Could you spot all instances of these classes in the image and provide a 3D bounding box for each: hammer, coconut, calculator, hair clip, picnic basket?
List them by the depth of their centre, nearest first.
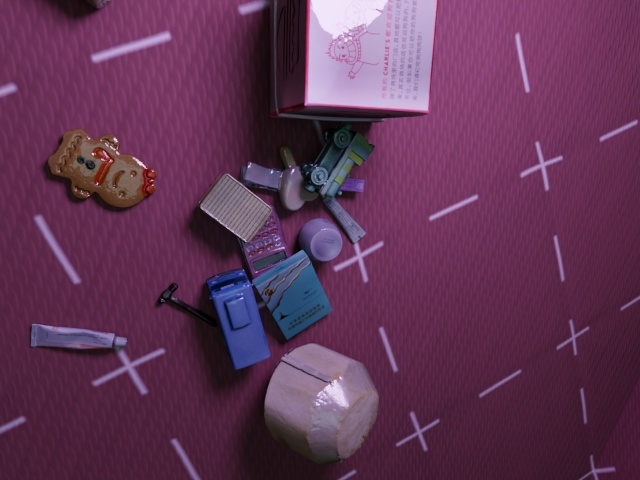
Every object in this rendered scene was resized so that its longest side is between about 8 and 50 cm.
[{"bbox_3d":[-0.213,-0.081,1.095,0.164,0.079,0.115,38,82,-13],"label":"picnic basket"},{"bbox_3d":[-0.097,-0.165,1.146,0.218,0.071,0.159,11,96,-26],"label":"hair clip"},{"bbox_3d":[-0.341,0.181,1.157,0.178,0.021,0.065,39,87,-24],"label":"hammer"},{"bbox_3d":[-0.155,0.008,1.180,0.126,0.034,0.191,-21,103,-14],"label":"calculator"},{"bbox_3d":[-0.008,0.442,1.207,0.322,0.323,0.323,-5,104,-19],"label":"coconut"}]

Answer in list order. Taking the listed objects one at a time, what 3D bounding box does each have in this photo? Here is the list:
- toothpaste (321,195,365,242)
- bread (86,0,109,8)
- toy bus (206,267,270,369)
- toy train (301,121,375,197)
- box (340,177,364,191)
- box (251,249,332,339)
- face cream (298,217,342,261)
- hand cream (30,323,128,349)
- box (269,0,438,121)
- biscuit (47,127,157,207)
[{"bbox_3d":[0.059,-0.072,1.241,0.048,0.029,0.197,-43,115,-3],"label":"toothpaste"},{"bbox_3d":[-0.467,-0.573,0.876,0.141,0.134,0.148,37,75,-24],"label":"bread"},{"bbox_3d":[-0.215,0.204,1.147,0.116,0.133,0.234,-17,108,-15],"label":"toy bus"},{"bbox_3d":[0.040,-0.200,1.124,0.132,0.083,0.200,30,95,-31],"label":"toy train"},{"bbox_3d":[0.060,-0.158,1.209,0.117,0.050,0.036,3,100,-22],"label":"box"},{"bbox_3d":[-0.072,0.154,1.207,0.162,0.041,0.229,-32,128,-11],"label":"box"},{"bbox_3d":[0.000,0.000,1.193,0.117,0.104,0.117,-4,105,-17],"label":"face cream"},{"bbox_3d":[-0.593,0.245,1.077,0.216,0.038,0.053,10,75,-16],"label":"hand cream"},{"bbox_3d":[0.061,-0.442,1.006,0.312,0.300,0.315,-3,103,-20],"label":"box"},{"bbox_3d":[-0.499,-0.158,1.014,0.225,0.036,0.166,33,88,-24],"label":"biscuit"}]
